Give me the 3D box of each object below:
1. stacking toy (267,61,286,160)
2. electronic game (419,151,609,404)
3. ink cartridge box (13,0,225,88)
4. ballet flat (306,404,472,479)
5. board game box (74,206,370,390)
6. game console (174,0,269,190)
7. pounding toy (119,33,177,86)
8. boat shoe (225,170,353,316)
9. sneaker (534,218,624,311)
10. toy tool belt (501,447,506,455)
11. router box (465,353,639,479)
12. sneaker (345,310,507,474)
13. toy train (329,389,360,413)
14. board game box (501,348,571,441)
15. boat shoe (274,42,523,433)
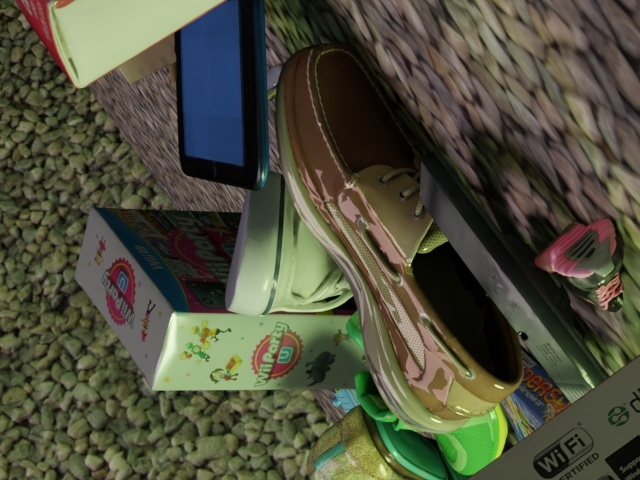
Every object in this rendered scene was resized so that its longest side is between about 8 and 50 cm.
[{"bbox_3d":[-0.048,-0.152,1.681,0.167,0.052,0.221,59,174,-2],"label":"stacking toy"},{"bbox_3d":[0.142,0.033,1.203,0.229,0.048,0.229,53,-176,-6],"label":"electronic game"},{"bbox_3d":[-0.146,-0.284,1.076,0.306,0.226,0.131,53,171,14],"label":"ink cartridge box"},{"bbox_3d":[0.102,0.266,1.836,0.348,0.123,0.123,33,-168,-49],"label":"ballet flat"},{"bbox_3d":[-0.078,0.061,1.854,0.224,0.303,0.097,47,127,47],"label":"board game box"},{"bbox_3d":[-0.148,-0.180,1.460,0.250,0.173,0.293,29,175,-18],"label":"game console"},{"bbox_3d":[-0.160,-0.251,1.820,0.181,0.094,0.206,59,-160,-22],"label":"pounding toy"},{"bbox_3d":[-0.002,0.008,1.686,0.367,0.156,0.136,-74,-5,-85],"label":"boat shoe"},{"bbox_3d":[0.172,0.020,1.075,0.057,0.047,0.119,51,180,-4],"label":"sneaker"},{"bbox_3d":[0.206,0.260,1.838,0.083,0.052,0.051,61,-158,-13],"label":"toy tool belt"},{"bbox_3d":[0.131,0.164,0.810,0.082,0.335,0.301,52,171,25],"label":"router box"},{"bbox_3d":[0.095,0.137,1.698,0.109,0.123,0.295,48,169,45],"label":"sneaker"},{"bbox_3d":[0.051,0.160,2.124,0.080,0.105,0.184,46,167,53],"label":"toy train"},{"bbox_3d":[0.216,0.192,1.513,0.136,0.035,0.201,46,168,52],"label":"board game box"},{"bbox_3d":[0.072,-0.012,1.358,0.116,0.123,0.324,-24,91,48],"label":"boat shoe"}]
